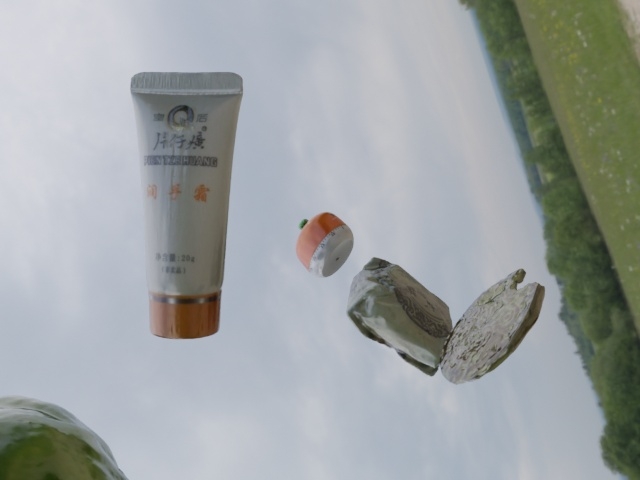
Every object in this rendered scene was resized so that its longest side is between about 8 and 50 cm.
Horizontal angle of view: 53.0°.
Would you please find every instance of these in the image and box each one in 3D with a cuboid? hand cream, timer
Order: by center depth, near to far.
[{"bbox_3d":[-0.155,-0.043,0.770,0.089,0.139,0.314,-25,-65,-79],"label":"hand cream"},{"bbox_3d":[0.000,0.000,1.333,0.099,0.136,0.136,16,-122,-53],"label":"timer"}]

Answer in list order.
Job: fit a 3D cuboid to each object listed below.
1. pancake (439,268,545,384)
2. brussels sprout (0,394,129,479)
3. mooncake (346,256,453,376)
[{"bbox_3d":[0.258,0.131,0.988,0.029,0.212,0.235,39,-164,-5],"label":"pancake"},{"bbox_3d":[-0.400,0.397,0.812,0.342,0.425,0.361,-23,-39,-35],"label":"brussels sprout"},{"bbox_3d":[0.183,0.156,1.445,0.250,0.136,0.254,37,-166,-10],"label":"mooncake"}]
